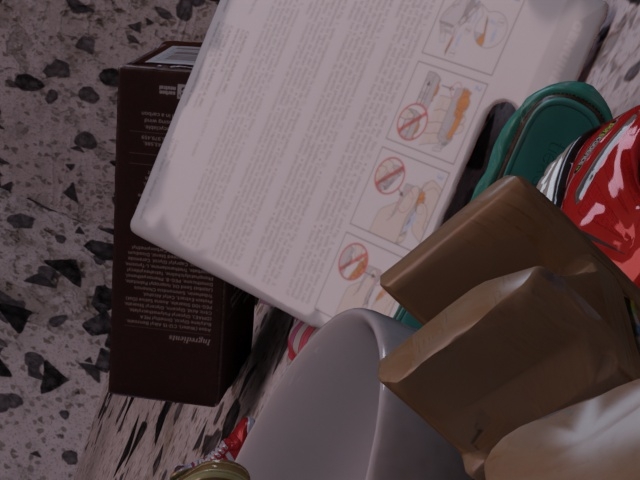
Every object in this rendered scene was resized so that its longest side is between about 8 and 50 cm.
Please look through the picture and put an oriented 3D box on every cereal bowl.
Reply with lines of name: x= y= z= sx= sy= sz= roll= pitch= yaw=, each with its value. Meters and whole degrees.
cereal bowl: x=0.018 y=0.215 z=0.856 sx=0.339 sy=0.141 sz=0.339 roll=-157 pitch=90 yaw=-80

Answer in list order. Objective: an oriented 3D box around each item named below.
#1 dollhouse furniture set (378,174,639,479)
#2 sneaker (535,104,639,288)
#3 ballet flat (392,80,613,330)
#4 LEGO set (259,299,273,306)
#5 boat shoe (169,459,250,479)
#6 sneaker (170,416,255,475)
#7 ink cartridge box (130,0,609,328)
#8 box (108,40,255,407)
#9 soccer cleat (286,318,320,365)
dollhouse furniture set: x=0.112 y=0.173 z=0.475 sx=0.394 sy=0.256 sz=0.362 roll=-39 pitch=22 yaw=21
sneaker: x=0.147 y=0.033 z=0.731 sx=0.118 sy=0.107 sz=0.279 roll=-42 pitch=28 yaw=46
ballet flat: x=0.120 y=0.008 z=1.011 sx=0.247 sy=0.083 sz=0.087 roll=-62 pitch=-11 yaw=20
LEGO set: x=-0.040 y=-0.054 z=1.806 sx=0.287 sy=0.107 sz=0.132 roll=-84 pitch=21 yaw=-58
boat shoe: x=-0.073 y=0.157 z=0.904 sx=0.153 sy=0.056 sz=0.048 roll=115 pitch=167 yaw=-53
sneaker: x=-0.117 y=0.236 z=1.680 sx=0.042 sy=0.067 sz=0.118 roll=-163 pitch=97 yaw=-79
ink cartridge box: x=0.039 y=-0.083 z=1.263 sx=0.385 sy=0.091 sz=0.308 roll=25 pitch=94 yaw=41
box: x=-0.148 y=-0.024 z=1.788 sx=0.191 sy=0.143 sz=0.381 roll=-58 pitch=-28 yaw=-73
soccer cleat: x=0.023 y=0.064 z=1.338 sx=0.095 sy=0.083 sz=0.248 roll=-60 pitch=9 yaw=10
